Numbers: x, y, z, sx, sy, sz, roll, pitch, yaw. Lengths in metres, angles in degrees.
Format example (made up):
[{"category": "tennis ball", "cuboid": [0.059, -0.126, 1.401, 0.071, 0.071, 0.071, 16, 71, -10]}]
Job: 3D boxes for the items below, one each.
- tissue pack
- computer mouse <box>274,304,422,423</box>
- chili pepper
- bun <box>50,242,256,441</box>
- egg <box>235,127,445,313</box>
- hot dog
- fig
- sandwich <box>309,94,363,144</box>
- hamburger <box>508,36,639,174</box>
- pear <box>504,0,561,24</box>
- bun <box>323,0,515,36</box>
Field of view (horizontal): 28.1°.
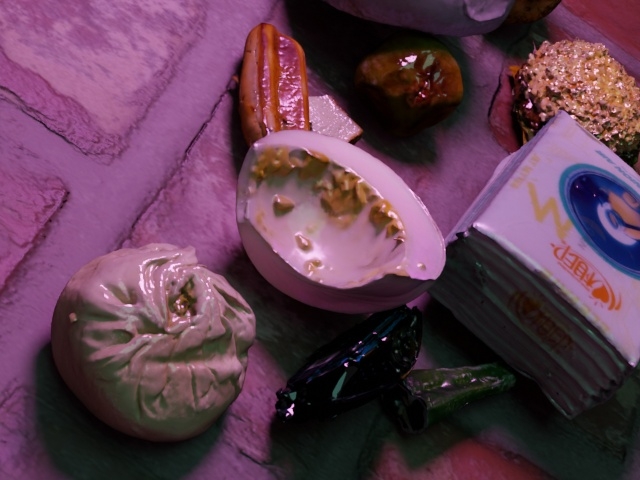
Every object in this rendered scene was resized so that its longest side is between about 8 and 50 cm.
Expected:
[{"category": "tissue pack", "cuboid": [0.333, 0.018, 1.737, 0.287, 0.162, 0.388, 41, 39, 2]}, {"category": "computer mouse", "cuboid": [0.044, 0.152, 1.493, 0.241, 0.146, 0.077, -35, 94, -37]}, {"category": "chili pepper", "cuboid": [0.175, 0.179, 1.609, 0.227, 0.059, 0.088, -12, 49, -43]}, {"category": "bun", "cuboid": [-0.171, 0.099, 1.383, 0.229, 0.145, 0.229, 20, 46, -22]}, {"category": "egg", "cuboid": [0.012, -0.002, 1.556, 0.271, 0.162, 0.206, 39, 31, 8]}, {"category": "hot dog", "cuboid": [-0.066, -0.186, 1.712, 0.104, 0.076, 0.250, 23, 46, -33]}, {"category": "fig", "cuboid": [0.127, -0.232, 1.835, 0.154, 0.144, 0.166, -3, 41, 9]}, {"category": "sandwich", "cuboid": [0.000, -0.149, 1.751, 0.093, 0.036, 0.105, 42, 47, 0]}, {"category": "hamburger", "cuboid": [0.415, -0.206, 1.992, 0.261, 0.139, 0.243, 13, 51, -23]}, {"category": "pear", "cuboid": [0.322, -0.442, 2.065, 0.197, 0.197, 0.197, 17, 50, -22]}, {"category": "bun", "cuboid": [0.136, -0.424, 1.864, 0.354, 0.194, 0.354, 10, 26, -5]}]
